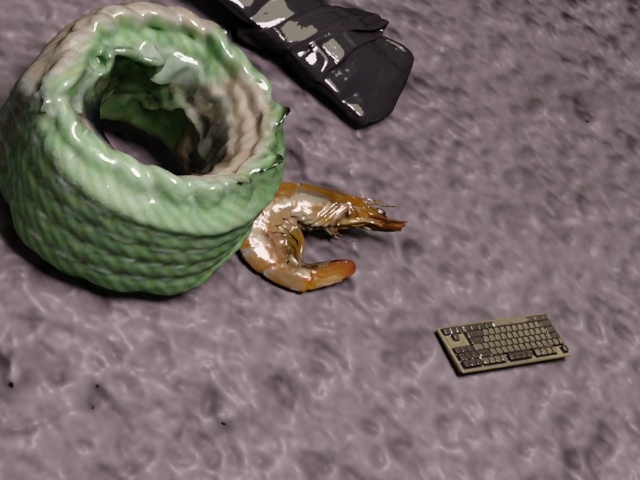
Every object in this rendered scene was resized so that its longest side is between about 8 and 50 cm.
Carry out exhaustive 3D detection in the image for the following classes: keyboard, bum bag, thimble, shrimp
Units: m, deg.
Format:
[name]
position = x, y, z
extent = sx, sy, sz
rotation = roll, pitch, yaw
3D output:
[keyboard]
position = 0.161, 0.089, 1.325
extent = 0.129, 0.015, 0.049
rotation = -5, 57, -36
[bum bag]
position = -0.023, -0.208, 1.427
extent = 0.248, 0.060, 0.123
rotation = 36, 44, -4
[thimble]
position = -0.140, -0.074, 1.164
extent = 0.219, 0.150, 0.219
rotation = 15, 52, -20
[shrimp]
position = 0.003, -0.003, 1.276
extent = 0.163, 0.045, 0.095
rotation = 5, 53, -22
